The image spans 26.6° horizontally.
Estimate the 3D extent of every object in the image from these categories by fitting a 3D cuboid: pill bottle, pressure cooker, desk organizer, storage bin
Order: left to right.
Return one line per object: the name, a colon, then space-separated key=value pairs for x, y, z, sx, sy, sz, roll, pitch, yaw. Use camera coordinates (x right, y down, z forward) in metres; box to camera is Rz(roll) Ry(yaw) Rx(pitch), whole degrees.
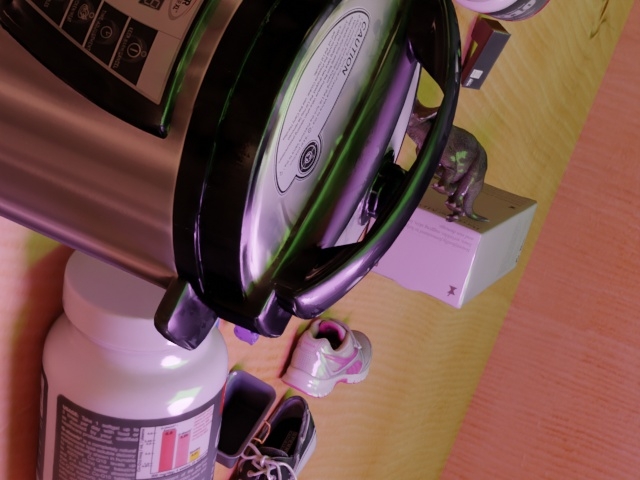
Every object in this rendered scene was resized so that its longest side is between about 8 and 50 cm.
pill bottle: x=-0.215 y=0.187 z=1.546 sx=0.210 sy=0.210 sz=0.363 roll=-41 pitch=148 yaw=-52
pressure cooker: x=-0.087 y=-0.134 z=1.222 sx=0.375 sy=0.420 sz=0.370 roll=-39 pitch=146 yaw=-53
storage bin: x=-0.127 y=0.285 z=2.080 sx=0.135 sy=0.098 sz=0.091 roll=-57 pitch=169 yaw=-28
desk organizer: x=0.305 y=-0.356 z=2.577 sx=0.047 sy=0.050 sz=0.130 roll=4 pitch=128 yaw=-36
pill bottle: x=0.295 y=-0.459 z=2.276 sx=0.283 sy=0.161 sz=0.161 roll=-10 pitch=120 yaw=-67

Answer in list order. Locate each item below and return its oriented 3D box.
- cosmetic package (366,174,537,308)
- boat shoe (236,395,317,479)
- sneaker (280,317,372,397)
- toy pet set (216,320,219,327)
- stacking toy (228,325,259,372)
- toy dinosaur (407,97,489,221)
cosmetic package: x=0.247 y=-0.014 z=2.556 sx=0.385 sy=0.217 sz=0.156 roll=-24 pitch=134 yaw=-66
boat shoe: x=-0.085 y=0.386 z=2.261 sx=0.306 sy=0.113 sz=0.105 roll=-53 pitch=150 yaw=-42
sneaker: x=0.029 y=0.189 z=2.361 sx=0.252 sy=0.103 sz=0.111 roll=-23 pitch=134 yaw=-65
toy pet set: x=-0.162 y=0.072 z=1.782 sx=0.122 sy=0.065 sz=0.114 roll=-40 pitch=147 yaw=-52
stacking toy: x=-0.096 y=0.096 z=1.937 sx=0.167 sy=0.052 sz=0.221 roll=-48 pitch=168 yaw=-46
toy dinosaur: x=0.229 y=-0.131 z=2.290 sx=0.313 sy=0.121 sz=0.160 roll=36 pitch=72 yaw=-32
